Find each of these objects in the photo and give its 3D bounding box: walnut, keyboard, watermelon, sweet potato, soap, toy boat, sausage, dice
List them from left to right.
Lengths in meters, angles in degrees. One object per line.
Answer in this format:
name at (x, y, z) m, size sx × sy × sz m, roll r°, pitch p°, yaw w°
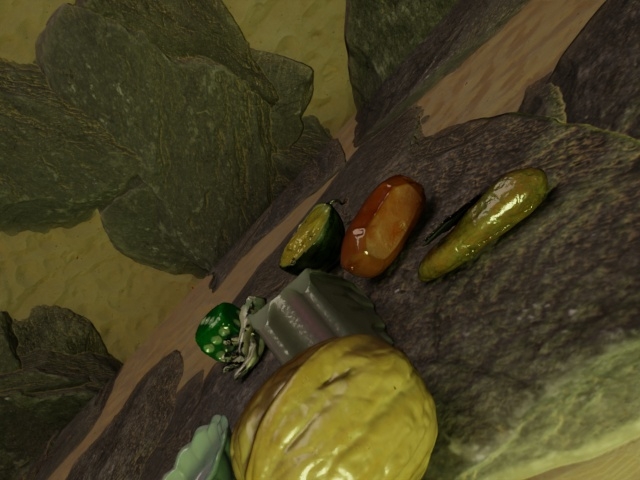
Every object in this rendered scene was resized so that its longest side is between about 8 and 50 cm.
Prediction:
toy boat at (-0.237, 0.477, 0.905) m, size 0.290 × 0.100 × 0.199 m, roll -54°, pitch 17°, yaw -18°
dice at (-0.277, 0.268, 1.403) m, size 0.128 × 0.131 × 0.120 m, roll -43°, pitch 20°, yaw 14°
watermelon at (-0.005, 0.006, 1.294) m, size 0.232 × 0.127 × 0.204 m, roll -53°, pitch 17°, yaw -8°
walnut at (0.017, 0.230, 0.587) m, size 0.261 × 0.225 × 0.225 m, roll -32°, pitch 5°, yaw -35°
soap at (0.054, 0.205, 0.872) m, size 0.159 × 0.257 × 0.302 m, roll -45°, pitch 61°, yaw 10°
sausage at (0.133, -0.032, 1.045) m, size 0.258 × 0.133 × 0.133 m, roll -58°, pitch 19°, yaw -16°
keyboard at (0.237, -0.044, 0.840) m, size 0.196 × 0.015 × 0.074 m, roll -30°, pitch -21°, yaw -49°
sweet potato at (0.259, -0.017, 0.803) m, size 0.273 × 0.075 × 0.075 m, roll -47°, pitch 17°, yaw 22°

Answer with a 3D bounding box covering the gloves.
gloves at (-0.187, 0.256, 1.267) m, size 0.127 × 0.111 × 0.212 m, roll -19°, pitch 62°, yaw 49°
